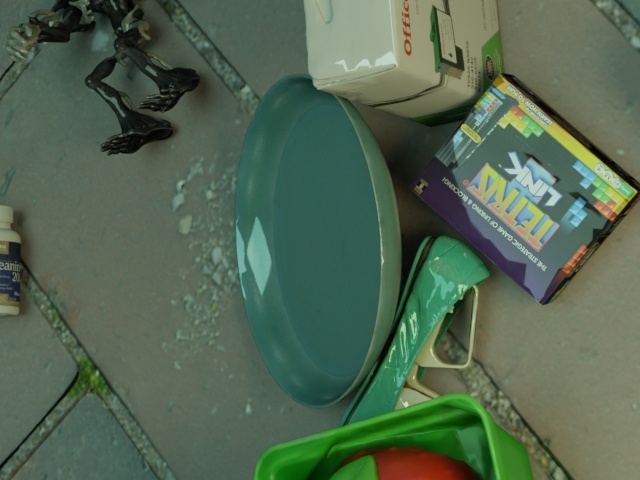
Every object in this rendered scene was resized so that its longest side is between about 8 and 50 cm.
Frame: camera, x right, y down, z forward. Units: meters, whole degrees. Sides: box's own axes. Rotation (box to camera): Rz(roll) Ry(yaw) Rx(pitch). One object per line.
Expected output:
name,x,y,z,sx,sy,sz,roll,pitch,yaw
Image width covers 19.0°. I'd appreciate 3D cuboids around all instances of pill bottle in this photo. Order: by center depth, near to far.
pill bottle,-0.363,0.023,2.097,0.067,0.067,0.120,-4,83,31

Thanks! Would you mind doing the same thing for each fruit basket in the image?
fruit basket,0.045,0.335,1.643,0.283,0.392,0.392,-19,75,28

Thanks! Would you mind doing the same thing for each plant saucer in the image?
plant saucer,0.000,0.000,1.817,0.317,0.043,0.318,176,90,-65

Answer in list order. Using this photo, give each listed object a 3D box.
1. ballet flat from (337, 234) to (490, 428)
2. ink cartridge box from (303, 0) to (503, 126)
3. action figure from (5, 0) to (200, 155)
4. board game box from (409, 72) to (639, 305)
ballet flat,0.092,0.118,1.807,0.087,0.083,0.247,27,101,16
ink cartridge box,0.079,-0.205,1.765,0.092,0.219,0.160,-10,80,30
action figure,-0.239,-0.236,2.011,0.164,0.141,0.276,-44,66,32
board game box,0.190,-0.048,1.761,0.170,0.048,0.141,42,106,15
